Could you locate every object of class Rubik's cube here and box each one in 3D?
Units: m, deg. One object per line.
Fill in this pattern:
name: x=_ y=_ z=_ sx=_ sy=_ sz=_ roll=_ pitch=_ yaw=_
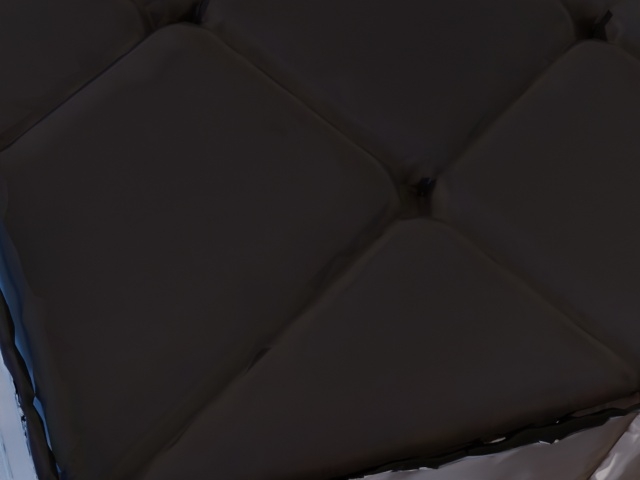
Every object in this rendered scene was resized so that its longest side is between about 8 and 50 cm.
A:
Rubik's cube: x=0.000 y=0.000 z=0.457 sx=0.224 sy=0.221 sz=0.231 roll=106 pitch=148 yaw=-57
